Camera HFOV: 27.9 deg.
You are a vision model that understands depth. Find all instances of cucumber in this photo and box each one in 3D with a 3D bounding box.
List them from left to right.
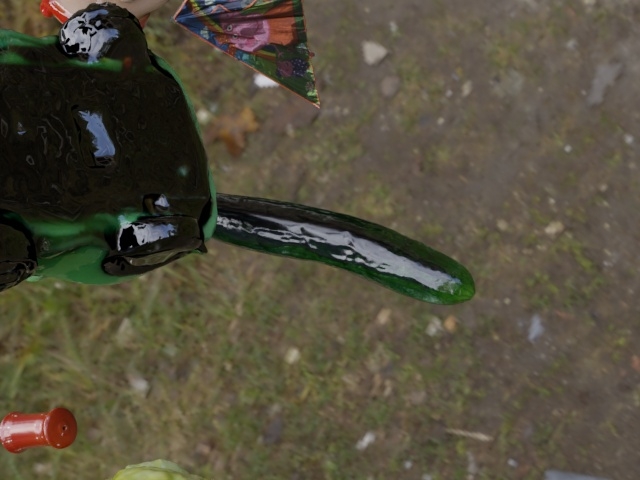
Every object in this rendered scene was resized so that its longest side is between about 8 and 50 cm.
[{"bbox_3d":[0.000,0.000,1.099,0.284,0.056,0.056,17,76,20],"label":"cucumber"}]

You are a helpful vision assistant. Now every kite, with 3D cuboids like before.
[{"bbox_3d":[-0.085,-0.309,1.717,0.234,0.321,0.016,-14,29,-7],"label":"kite"}]

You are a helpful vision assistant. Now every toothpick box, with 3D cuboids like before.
[{"bbox_3d":[-0.305,0.206,1.400,0.083,0.047,0.047,-11,59,38],"label":"toothpick box"}]

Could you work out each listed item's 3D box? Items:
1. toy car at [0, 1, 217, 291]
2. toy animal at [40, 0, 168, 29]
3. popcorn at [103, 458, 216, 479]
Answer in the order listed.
[{"bbox_3d":[-0.254,-0.054,0.954,0.176,0.358,0.213,-31,72,43],"label":"toy car"},{"bbox_3d":[-0.261,-0.318,1.497,0.171,0.198,0.171,-3,66,7],"label":"toy animal"},{"bbox_3d":[-0.175,0.358,1.344,0.293,0.293,0.237,-52,46,5],"label":"popcorn"}]
